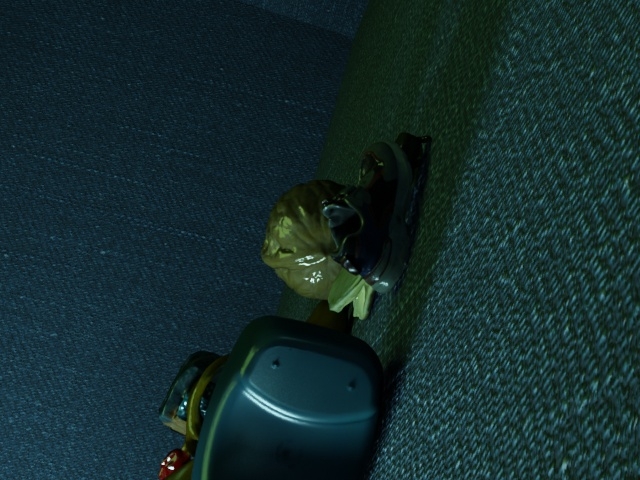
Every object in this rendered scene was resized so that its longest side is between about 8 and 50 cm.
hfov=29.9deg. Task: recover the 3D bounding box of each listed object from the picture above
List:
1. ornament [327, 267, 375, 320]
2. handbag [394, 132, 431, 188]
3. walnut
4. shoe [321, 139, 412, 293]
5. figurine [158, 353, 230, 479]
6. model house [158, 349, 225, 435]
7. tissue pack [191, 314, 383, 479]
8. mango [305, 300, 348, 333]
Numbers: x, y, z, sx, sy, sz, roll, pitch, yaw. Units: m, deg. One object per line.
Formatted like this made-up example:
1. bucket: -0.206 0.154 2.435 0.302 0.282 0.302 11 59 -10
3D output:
1. ornament: 0.075 0.020 1.747 0.180 0.059 0.201 -116 45 -79
2. handbag: 0.117 -0.100 1.709 0.072 0.047 0.111 -175 102 -77
3. walnut: 0.000 0.000 1.942 0.213 0.213 0.213 -163 90 -86
4. shoe: 0.052 -0.040 1.622 0.099 0.125 0.228 127 149 -54
5. figurine: -0.192 0.451 2.064 0.401 0.268 0.387 -58 -3 28
6. model house: -0.164 0.318 2.349 0.184 0.253 0.291 -64 5 -17
7. tissue pack: -0.043 0.238 1.422 0.206 0.198 0.287 -177 102 -84
8. mango: -0.014 0.189 1.930 0.227 0.099 0.136 -64 3 -38
